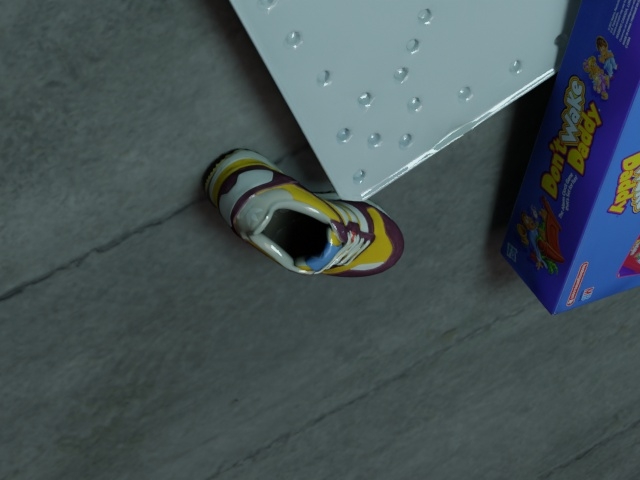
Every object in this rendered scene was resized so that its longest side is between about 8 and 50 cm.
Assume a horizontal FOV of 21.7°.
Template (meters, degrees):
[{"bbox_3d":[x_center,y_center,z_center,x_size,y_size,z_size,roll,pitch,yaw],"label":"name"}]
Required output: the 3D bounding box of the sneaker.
[{"bbox_3d":[0.000,0.000,1.213,0.185,0.084,0.070,20,112,-39],"label":"sneaker"}]

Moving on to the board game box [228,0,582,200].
[{"bbox_3d":[0.101,-0.262,1.091,0.390,0.050,0.390,-34,134,-3],"label":"board game box"}]

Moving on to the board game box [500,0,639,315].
[{"bbox_3d":[0.286,-0.116,1.244,0.233,0.078,0.347,-16,140,-27],"label":"board game box"}]
